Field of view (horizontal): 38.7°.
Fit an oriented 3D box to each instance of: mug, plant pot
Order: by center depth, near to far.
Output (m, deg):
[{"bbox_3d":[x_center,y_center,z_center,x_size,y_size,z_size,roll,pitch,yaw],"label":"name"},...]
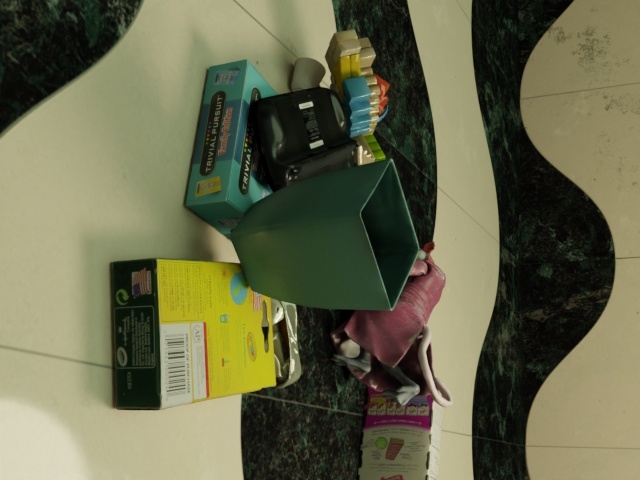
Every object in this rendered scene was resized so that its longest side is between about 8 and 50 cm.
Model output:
[{"bbox_3d":[0.000,0.000,1.363,0.165,0.234,0.165,-58,135,-51],"label":"plant pot"},{"bbox_3d":[-0.022,-0.306,1.759,0.078,0.062,0.064,29,63,-22],"label":"mug"}]

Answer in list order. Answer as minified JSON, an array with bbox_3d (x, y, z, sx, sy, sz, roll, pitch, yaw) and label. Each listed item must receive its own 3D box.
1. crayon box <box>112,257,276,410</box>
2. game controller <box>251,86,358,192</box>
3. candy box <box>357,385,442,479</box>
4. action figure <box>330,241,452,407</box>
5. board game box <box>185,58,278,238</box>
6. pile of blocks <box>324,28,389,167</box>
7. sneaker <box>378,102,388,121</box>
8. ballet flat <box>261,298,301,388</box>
[{"bbox_3d":[-0.175,0.133,1.339,0.318,0.081,0.202,9,77,-63],"label":"crayon box"},{"bbox_3d":[-0.024,-0.176,1.570,0.319,0.067,0.166,-30,98,-63],"label":"game controller"},{"bbox_3d":[0.170,0.427,1.930,0.071,0.159,0.233,44,48,-53],"label":"candy box"},{"bbox_3d":[0.179,0.135,1.898,0.370,0.276,0.248,-58,132,-32],"label":"action figure"},{"bbox_3d":[-0.092,-0.108,1.558,0.336,0.079,0.253,43,48,-55],"label":"board game box"},{"bbox_3d":[0.090,-0.232,1.765,0.149,0.113,0.362,-128,-151,-50],"label":"pile of blocks"},{"bbox_3d":[0.099,-0.296,2.008,0.188,0.067,0.078,-53,139,-51],"label":"sneaker"},{"bbox_3d":[-0.076,0.152,1.560,0.068,0.072,0.213,-26,110,-59],"label":"ballet flat"}]
